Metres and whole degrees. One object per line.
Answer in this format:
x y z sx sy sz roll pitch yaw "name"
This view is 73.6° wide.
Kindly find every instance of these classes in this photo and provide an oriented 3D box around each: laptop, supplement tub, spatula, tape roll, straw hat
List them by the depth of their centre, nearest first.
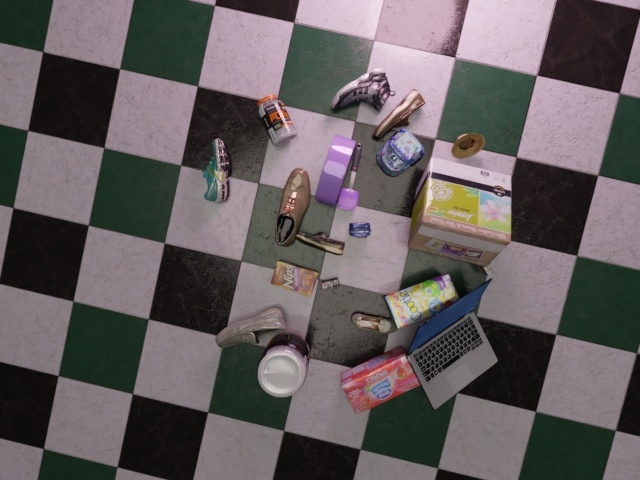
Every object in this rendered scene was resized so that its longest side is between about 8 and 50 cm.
0.562 0.418 1.702 0.382 0.236 0.407 -27 92 -20 "laptop"
0.060 -0.281 1.731 0.090 0.275 0.274 18 93 0 "tape roll"
-0.143 0.492 1.753 0.194 0.316 0.193 0 94 3 "supplement tub"
0.613 -0.416 1.807 0.145 0.144 0.061 -14 54 3 "straw hat"
-0.188 -0.509 1.809 0.117 0.117 0.190 -26 92 3 "supplement tub"
0.141 -0.277 1.850 0.084 0.030 0.296 12 93 1 "spatula"

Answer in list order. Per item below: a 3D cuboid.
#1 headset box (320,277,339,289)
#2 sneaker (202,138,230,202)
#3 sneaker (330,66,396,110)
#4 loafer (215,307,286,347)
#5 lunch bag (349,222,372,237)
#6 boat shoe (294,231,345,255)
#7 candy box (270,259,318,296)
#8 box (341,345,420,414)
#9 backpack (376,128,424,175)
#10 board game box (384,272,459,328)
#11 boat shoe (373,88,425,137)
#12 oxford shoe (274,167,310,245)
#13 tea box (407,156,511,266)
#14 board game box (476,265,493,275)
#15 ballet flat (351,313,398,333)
0.038 0.188 1.859 0.083 0.062 0.032 -14 91 3 "headset box"
-0.457 -0.301 1.840 0.110 0.107 0.275 3 93 11 "sneaker"
0.185 -0.599 1.797 0.269 0.101 0.153 -32 88 1 "sneaker"
-0.301 0.397 1.847 0.320 0.112 0.111 -24 57 3 "loafer"
0.173 -0.044 1.841 0.099 0.067 0.065 0 93 1 "lunch bag"
0.001 0.000 1.842 0.224 0.080 0.073 21 79 -12 "boat shoe"
-0.113 0.164 1.869 0.187 0.053 0.109 17 94 3 "candy box"
0.250 0.591 1.826 0.300 0.154 0.142 -27 92 2 "box"
0.328 -0.363 1.798 0.173 0.117 0.158 -38 90 6 "backpack"
0.423 0.254 1.795 0.275 0.142 0.144 -22 78 3 "board game box"
0.340 -0.517 1.802 0.095 0.095 0.257 44 93 -6 "boat shoe"
-0.116 -0.139 1.815 0.123 0.130 0.348 11 93 2 "oxford shoe"
0.546 -0.110 1.686 0.329 0.220 0.323 13 61 1 "tea box"
0.667 0.073 1.809 0.026 0.103 0.154 -30 91 3 "board game box"
0.237 0.368 1.857 0.213 0.068 0.072 11 92 1 "ballet flat"
